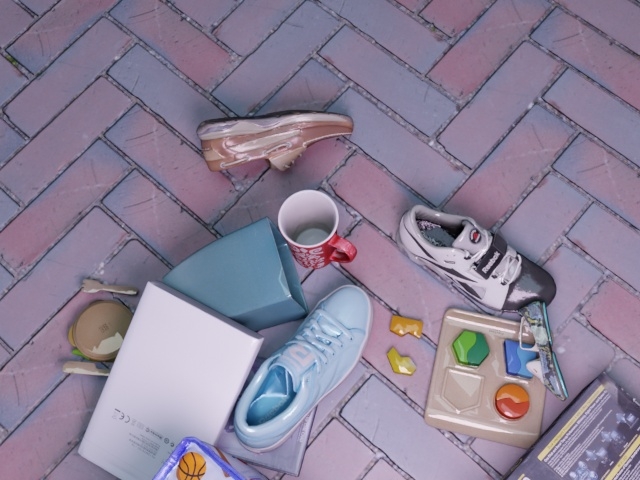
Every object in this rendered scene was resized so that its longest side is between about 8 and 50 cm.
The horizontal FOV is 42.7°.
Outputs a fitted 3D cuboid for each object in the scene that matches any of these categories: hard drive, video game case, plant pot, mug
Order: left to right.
[{"bbox_3d":[-0.274,0.280,1.475,0.232,0.047,0.353,26,99,12],"label":"hard drive"},{"bbox_3d":[-0.167,0.089,1.557,0.234,0.165,0.166,-19,70,5],"label":"plant pot"},{"bbox_3d":[-0.147,0.312,1.543,0.274,0.026,0.196,13,71,9],"label":"video game case"},{"bbox_3d":[-0.010,0.003,1.569,0.113,0.169,0.150,-28,71,-7],"label":"mug"}]

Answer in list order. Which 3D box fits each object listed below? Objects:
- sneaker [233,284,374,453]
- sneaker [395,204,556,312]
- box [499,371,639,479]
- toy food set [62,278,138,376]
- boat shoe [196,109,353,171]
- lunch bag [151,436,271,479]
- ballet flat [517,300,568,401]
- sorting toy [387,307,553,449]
[{"bbox_3d":[-0.022,0.223,1.475,0.135,0.150,0.366,32,74,13],"label":"sneaker"},{"bbox_3d":[0.296,0.033,1.555,0.330,0.146,0.123,24,72,10],"label":"sneaker"},{"bbox_3d":[0.470,0.454,1.346,0.318,0.097,0.395,44,57,15],"label":"box"},{"bbox_3d":[-0.427,0.178,1.608,0.132,0.038,0.192,7,65,-1],"label":"toy food set"},{"bbox_3d":[-0.090,-0.205,1.693,0.324,0.123,0.117,-7,103,-8],"label":"boat shoe"},{"bbox_3d":[-0.084,0.511,1.295,0.385,0.328,0.239,34,77,22],"label":"lunch bag"},{"bbox_3d":[0.402,0.206,1.499,0.070,0.070,0.189,-8,66,1],"label":"ballet flat"},{"bbox_3d":[0.270,0.243,1.531,0.307,0.041,0.229,12,71,8],"label":"sorting toy"}]
